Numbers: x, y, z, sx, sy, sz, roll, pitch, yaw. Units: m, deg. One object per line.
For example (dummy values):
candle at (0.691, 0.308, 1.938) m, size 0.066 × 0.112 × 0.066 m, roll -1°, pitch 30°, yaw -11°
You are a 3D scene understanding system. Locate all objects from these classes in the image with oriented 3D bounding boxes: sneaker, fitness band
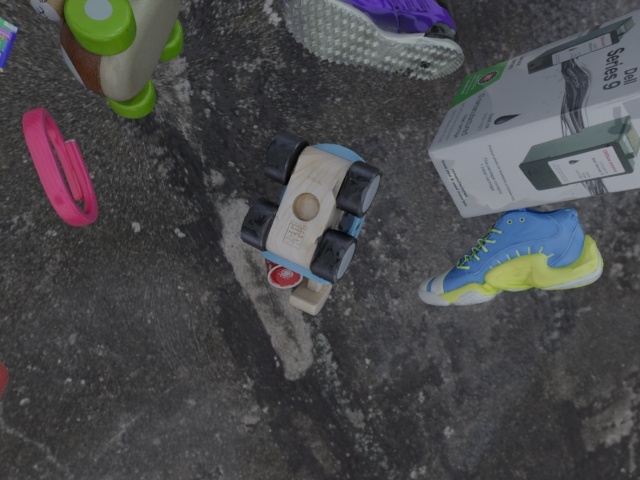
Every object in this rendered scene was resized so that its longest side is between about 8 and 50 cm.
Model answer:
sneaker at (0.245, 0.015, 0.642) m, size 0.240 × 0.091 × 0.126 m, roll -13°, pitch 89°, yaw 23°
fitness band at (-0.622, -0.175, 1.121) m, size 0.054 × 0.209 × 0.290 m, roll -19°, pitch 98°, yaw -9°
sneaker at (0.077, -0.339, 0.676) m, size 0.294 × 0.102 × 0.146 m, roll 5°, pitch 77°, yaw -29°

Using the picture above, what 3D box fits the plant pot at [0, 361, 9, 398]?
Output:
plant pot at (-0.629, 0.270, 0.678) m, size 0.275 × 0.243 × 0.274 m, roll 6°, pitch 133°, yaw 7°

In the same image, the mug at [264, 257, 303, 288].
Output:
mug at (-0.080, 0.036, 1.225) m, size 0.151 × 0.169 × 0.113 m, roll 5°, pitch 131°, yaw -13°

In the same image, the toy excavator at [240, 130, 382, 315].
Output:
toy excavator at (0.000, 0.000, 1.103) m, size 0.223 × 0.445 × 0.432 m, roll 23°, pitch 97°, yaw 15°

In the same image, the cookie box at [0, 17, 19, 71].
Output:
cookie box at (-0.720, -0.433, 0.994) m, size 0.092 × 0.040 × 0.107 m, roll 18°, pitch 94°, yaw -65°

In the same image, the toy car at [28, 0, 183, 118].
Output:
toy car at (-0.242, -0.230, 0.439) m, size 0.189 × 0.155 × 0.148 m, roll 22°, pitch 77°, yaw -8°

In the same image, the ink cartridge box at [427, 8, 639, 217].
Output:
ink cartridge box at (0.310, -0.157, 0.563) m, size 0.121 × 0.289 × 0.211 m, roll 53°, pitch 49°, yaw -26°
